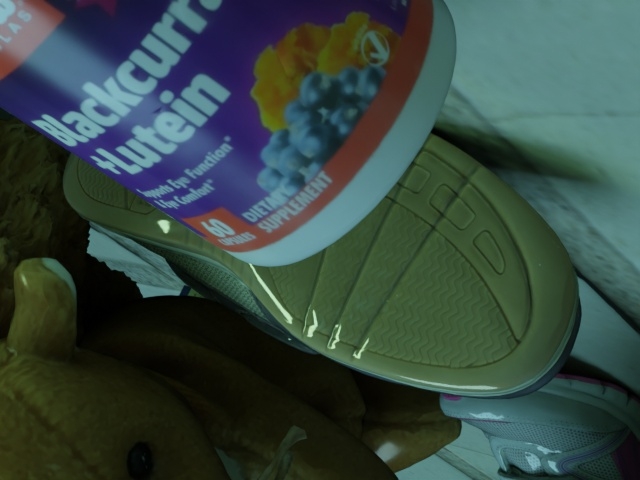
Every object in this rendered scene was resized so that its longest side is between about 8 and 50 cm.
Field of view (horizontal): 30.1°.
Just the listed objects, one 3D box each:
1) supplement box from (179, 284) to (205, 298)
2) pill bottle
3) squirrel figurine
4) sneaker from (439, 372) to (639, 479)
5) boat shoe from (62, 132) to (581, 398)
[{"bbox_3d":[-0.082,0.089,1.034,0.083,0.056,0.083,18,163,27],"label":"supplement box"},{"bbox_3d":[-0.062,-0.082,0.341,0.193,0.108,0.108,34,163,-28],"label":"pill bottle"},{"bbox_3d":[-0.146,0.110,0.686,0.397,0.281,0.370,39,-176,20],"label":"squirrel figurine"},{"bbox_3d":[0.171,0.160,0.763,0.252,0.111,0.103,33,163,-23],"label":"sneaker"},{"bbox_3d":[0.000,0.000,0.545,0.285,0.102,0.092,18,169,38],"label":"boat shoe"}]
